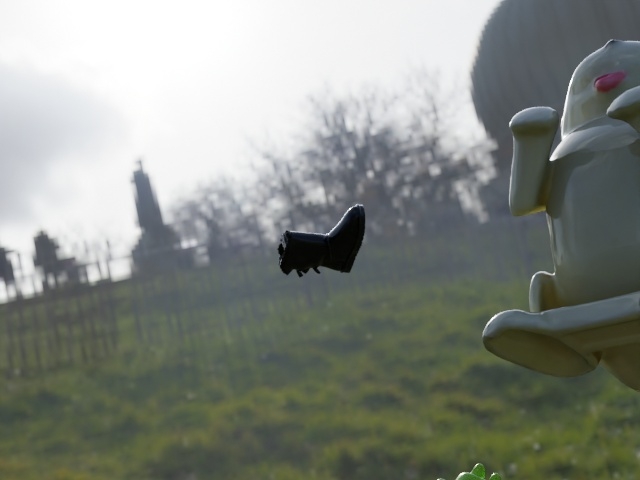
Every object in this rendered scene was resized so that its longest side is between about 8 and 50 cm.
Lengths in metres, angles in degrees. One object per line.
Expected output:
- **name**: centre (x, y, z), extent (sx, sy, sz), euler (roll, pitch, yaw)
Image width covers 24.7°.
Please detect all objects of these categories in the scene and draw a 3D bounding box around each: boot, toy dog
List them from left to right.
- **boot**: centre (0.000, -0.001, 1.904), extent (0.099, 0.045, 0.121), euler (4, -44, -14)
- **toy dog**: centre (0.391, -0.051, 1.705), extent (0.395, 0.408, 0.284), euler (24, -32, -37)

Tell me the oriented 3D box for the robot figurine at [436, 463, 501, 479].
- **robot figurine**: centre (0.187, 0.342, 1.859), extent (0.115, 0.101, 0.067), euler (-53, -21, -22)
